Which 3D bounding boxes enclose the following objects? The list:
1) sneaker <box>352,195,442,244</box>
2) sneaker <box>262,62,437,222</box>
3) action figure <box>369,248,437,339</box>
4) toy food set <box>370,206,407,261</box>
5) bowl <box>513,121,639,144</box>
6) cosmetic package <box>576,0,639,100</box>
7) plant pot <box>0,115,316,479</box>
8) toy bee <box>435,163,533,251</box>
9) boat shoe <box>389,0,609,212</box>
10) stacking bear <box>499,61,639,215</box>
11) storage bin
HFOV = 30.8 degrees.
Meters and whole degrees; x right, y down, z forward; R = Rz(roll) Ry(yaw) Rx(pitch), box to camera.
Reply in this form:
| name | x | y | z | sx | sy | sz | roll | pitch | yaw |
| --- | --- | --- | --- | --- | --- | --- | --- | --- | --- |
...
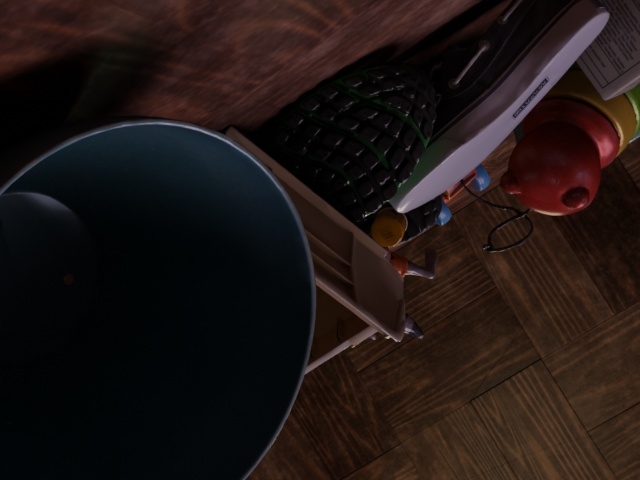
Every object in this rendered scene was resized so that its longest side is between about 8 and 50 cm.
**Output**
| name | x | y | z | sx | sy | sz | roll | pitch | yaw |
| --- | --- | --- | --- | --- | --- | --- | --- | --- | --- |
| sneaker | 0.023 | -0.039 | 1.556 | 0.283 | 0.107 | 0.124 | -11 | -173 | 13 |
| sneaker | -0.016 | -0.074 | 1.235 | 0.343 | 0.134 | 0.146 | -39 | -164 | 27 |
| action figure | 0.061 | 0.045 | 1.936 | 0.330 | 0.179 | 0.341 | 16 | 138 | -41 |
| toy food set | 0.000 | 0.000 | 1.437 | 0.232 | 0.111 | 0.104 | -8 | -160 | 15 |
| bowl | 0.458 | -0.220 | 2.017 | 0.311 | 0.163 | 0.311 | -31 | 174 | -4 |
| cosmetic package | 0.396 | -0.297 | 1.233 | 0.296 | 0.153 | 0.129 | -35 | 174 | 40 |
| plant pot | -0.175 | 0.047 | 0.820 | 0.290 | 0.290 | 0.195 | -28 | -152 | -32 |
| toy bee | 0.167 | -0.111 | 1.582 | 0.298 | 0.162 | 0.195 | 4 | -132 | 52 |
| boat shoe | 0.163 | -0.161 | 1.226 | 0.301 | 0.102 | 0.108 | -47 | 163 | 8 |
| stacking bear | 0.315 | -0.150 | 1.418 | 0.164 | 0.175 | 0.289 | 84 | 30 | -54 |
| storage bin | -0.091 | 0.064 | 1.156 | 0.262 | 0.260 | 0.123 | -36 | -150 | 29 |
